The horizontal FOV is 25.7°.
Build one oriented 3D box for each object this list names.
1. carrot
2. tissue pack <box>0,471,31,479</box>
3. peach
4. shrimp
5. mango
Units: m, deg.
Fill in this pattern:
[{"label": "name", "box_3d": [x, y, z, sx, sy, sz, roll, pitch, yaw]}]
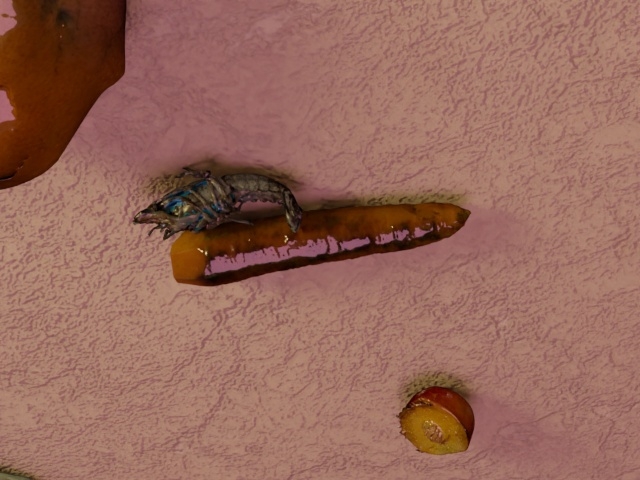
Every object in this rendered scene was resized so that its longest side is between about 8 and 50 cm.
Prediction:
[{"label": "carrot", "box_3d": [0.000, 0.000, 1.446, 0.314, 0.066, 0.066, -8, 135, 10]}, {"label": "tissue pack", "box_3d": [-0.505, 0.407, 1.828, 0.198, 0.146, 0.263, 20, 133, -18]}, {"label": "peach", "box_3d": [0.139, 0.208, 1.660, 0.098, 0.061, 0.098, 17, 135, 18]}, {"label": "shrimp", "box_3d": [-0.106, -0.036, 1.417, 0.174, 0.076, 0.082, -3, 160, -1]}, {"label": "mango", "box_3d": [-0.278, -0.163, 1.224, 0.201, 0.152, 0.287, 25, 131, -18]}]
